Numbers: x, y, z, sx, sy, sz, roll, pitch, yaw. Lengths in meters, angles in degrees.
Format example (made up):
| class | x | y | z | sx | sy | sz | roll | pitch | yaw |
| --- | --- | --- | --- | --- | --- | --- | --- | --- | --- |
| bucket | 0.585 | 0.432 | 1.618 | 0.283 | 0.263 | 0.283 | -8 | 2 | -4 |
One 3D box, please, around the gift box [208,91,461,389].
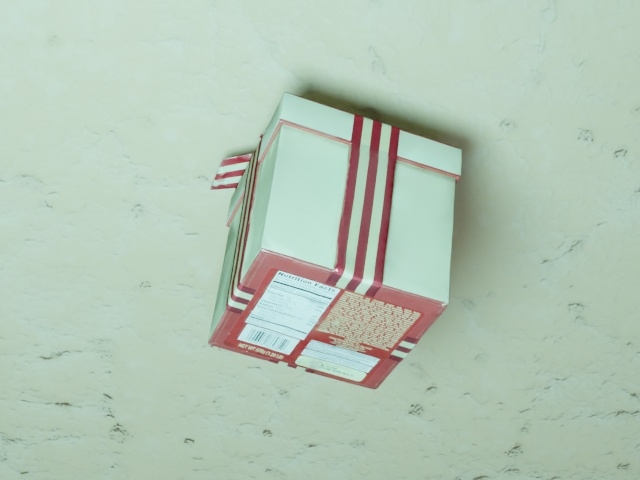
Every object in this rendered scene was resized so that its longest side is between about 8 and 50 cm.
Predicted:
| class | x | y | z | sx | sy | sz | roll | pitch | yaw |
| --- | --- | --- | --- | --- | --- | --- | --- | --- | --- |
| gift box | 0.000 | 0.000 | 1.479 | 0.255 | 0.258 | 0.276 | 20 | 144 | -16 |
